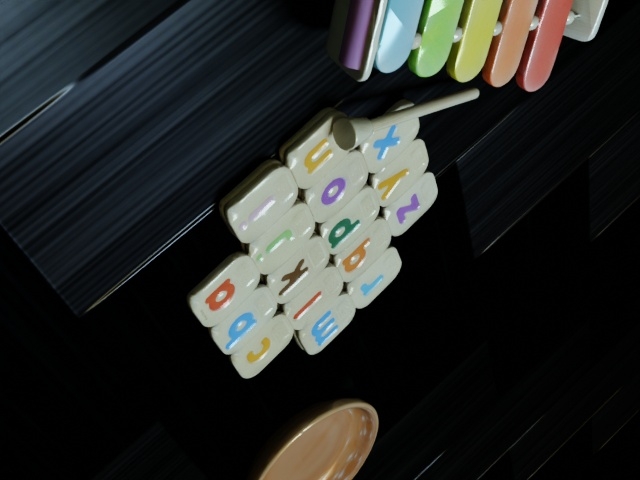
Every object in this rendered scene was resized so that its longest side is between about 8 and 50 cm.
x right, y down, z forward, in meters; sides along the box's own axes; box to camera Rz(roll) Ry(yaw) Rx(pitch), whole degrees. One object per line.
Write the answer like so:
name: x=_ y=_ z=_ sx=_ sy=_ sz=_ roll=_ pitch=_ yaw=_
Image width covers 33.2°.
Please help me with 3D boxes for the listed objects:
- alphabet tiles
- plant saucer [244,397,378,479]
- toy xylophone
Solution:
alphabet tiles: x=0.000 y=0.000 z=1.015 sx=0.278 sy=0.021 sz=0.284 roll=-44 pitch=148 yaw=-12
plant saucer: x=-0.017 y=0.258 z=1.251 sx=0.200 sy=0.037 sz=0.200 roll=-31 pitch=143 yaw=-27
toy xylophone: x=0.121 y=-0.189 z=0.891 sx=0.322 sy=0.081 sz=0.236 roll=-24 pitch=135 yaw=-35
